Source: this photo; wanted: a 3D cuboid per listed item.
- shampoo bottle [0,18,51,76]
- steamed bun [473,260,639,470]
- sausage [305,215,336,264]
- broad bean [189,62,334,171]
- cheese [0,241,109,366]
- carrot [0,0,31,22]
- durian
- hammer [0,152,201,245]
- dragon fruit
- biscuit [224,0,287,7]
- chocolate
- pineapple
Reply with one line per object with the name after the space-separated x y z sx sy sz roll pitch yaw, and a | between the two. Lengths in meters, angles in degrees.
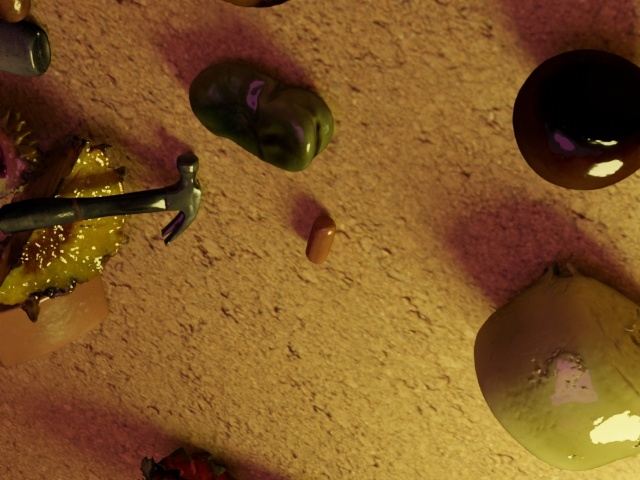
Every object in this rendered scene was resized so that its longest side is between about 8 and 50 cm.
-0.492 -0.290 2.017 0.233 0.049 0.087 16 133 20 | shampoo bottle
0.331 0.179 1.840 0.273 0.166 0.232 47 138 -13 | steamed bun
0.000 0.000 1.985 0.034 0.034 0.083 27 139 9 | sausage
-0.076 -0.160 1.871 0.206 0.072 0.153 20 135 33 | broad bean
-0.436 0.094 2.300 0.177 0.203 0.128 -8 125 -1 | cheese
-0.431 -0.399 1.878 0.059 0.059 0.248 10 130 25 | carrot
-0.521 -0.132 2.132 0.341 0.112 0.191 -24 90 46 | durian
-0.312 -0.043 2.012 0.289 0.037 0.137 -9 129 -13 | hammer
-0.228 0.445 2.448 0.182 0.188 0.182 8 101 44 | dragon fruit
-0.085 -0.372 1.672 0.220 0.066 0.220 18 136 18 | biscuit
0.297 -0.132 1.600 0.176 0.177 0.177 18 136 18 | chocolate
-0.379 -0.027 2.132 0.161 0.158 0.334 14 113 -35 | pineapple
